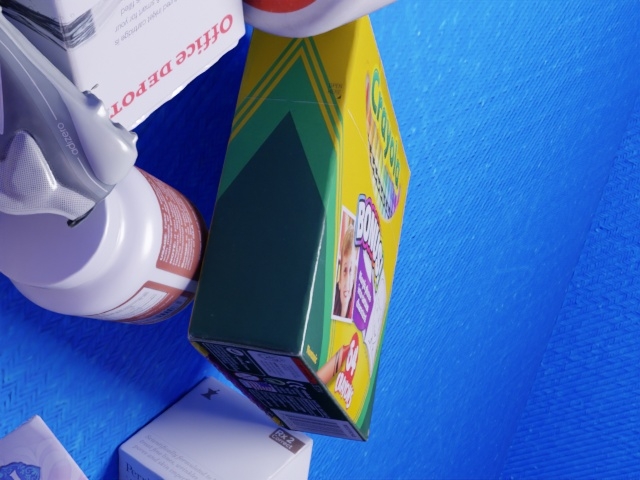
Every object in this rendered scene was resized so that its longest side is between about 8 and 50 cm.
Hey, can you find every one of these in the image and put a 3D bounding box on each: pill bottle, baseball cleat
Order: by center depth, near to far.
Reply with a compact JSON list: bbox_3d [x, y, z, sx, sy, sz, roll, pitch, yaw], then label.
[{"bbox_3d":[-0.208,-0.089,0.661,0.109,0.206,0.072,-49,-166,-5],"label":"baseball cleat"},{"bbox_3d":[-0.164,-0.002,0.828,0.121,0.121,0.216,-62,168,-2],"label":"pill bottle"}]

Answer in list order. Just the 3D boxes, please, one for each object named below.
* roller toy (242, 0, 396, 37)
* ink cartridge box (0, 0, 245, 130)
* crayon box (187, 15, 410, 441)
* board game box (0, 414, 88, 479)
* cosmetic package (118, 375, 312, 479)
[{"bbox_3d":[-0.002,-0.265,0.850,0.191,0.209,0.146,-32,-179,43],"label":"roller toy"},{"bbox_3d":[-0.146,-0.206,0.733,0.172,0.100,0.237,-46,150,-33],"label":"ink cartridge box"},{"bbox_3d":[0.000,0.000,1.059,0.363,0.106,0.313,63,36,-67],"label":"crayon box"},{"bbox_3d":[-0.299,0.272,0.699,0.318,0.066,0.318,-35,168,-28],"label":"board game box"},{"bbox_3d":[-0.117,0.283,1.215,0.151,0.151,0.183,-37,144,-43],"label":"cosmetic package"}]
